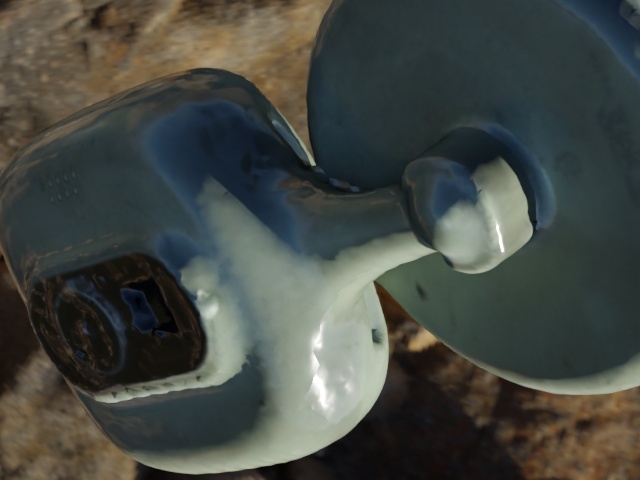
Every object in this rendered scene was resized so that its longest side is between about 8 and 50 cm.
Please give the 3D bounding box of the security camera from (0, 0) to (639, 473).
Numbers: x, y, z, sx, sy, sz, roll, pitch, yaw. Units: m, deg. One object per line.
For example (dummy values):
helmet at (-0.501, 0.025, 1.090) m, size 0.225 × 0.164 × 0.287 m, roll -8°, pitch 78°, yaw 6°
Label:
security camera at (0.000, 0.000, 0.583) m, size 0.080 × 0.301 × 0.157 m, roll -33°, pitch 101°, yaw -41°
